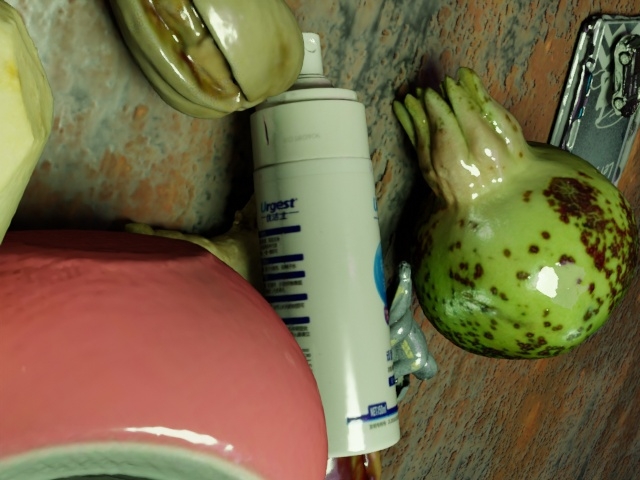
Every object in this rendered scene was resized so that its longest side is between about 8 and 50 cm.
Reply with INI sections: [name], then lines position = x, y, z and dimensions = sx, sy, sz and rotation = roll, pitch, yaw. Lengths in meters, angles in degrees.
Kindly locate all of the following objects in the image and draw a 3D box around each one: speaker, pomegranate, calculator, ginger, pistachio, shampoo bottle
[speaker]
position = -0.144, 0.137, 0.562
dimensions = 0.294, 0.294, 0.294
rotation = -25, 129, -34
[pomegranate]
position = 0.182, -0.029, 0.846
dimensions = 0.204, 0.222, 0.276
rotation = -11, 106, -19
[calculator]
position = 0.322, -0.126, 1.066
dimensions = 0.166, 0.028, 0.274
rotation = -11, 121, -43
[ginger]
position = -0.065, 0.031, 0.727
dimensions = 0.213, 0.074, 0.137
rotation = -21, 108, -41
[pistachio]
position = -0.074, -0.143, 0.593
dimensions = 0.113, 0.113, 0.149
rotation = -43, 130, -19
[shampoo bottle]
position = 0.000, 0.000, 0.672
dimensions = 0.092, 0.092, 0.303
rotation = -2, 86, -45

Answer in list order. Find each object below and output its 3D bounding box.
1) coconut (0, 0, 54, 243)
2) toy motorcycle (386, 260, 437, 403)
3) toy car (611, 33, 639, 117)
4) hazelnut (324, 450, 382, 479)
[coconut]
position = -0.232, -0.035, 0.372
dimensions = 0.259, 0.259, 0.259
rotation = -25, 129, -34
[toy motorcycle]
position = 0.052, 0.099, 0.861
dimensions = 0.061, 0.124, 0.193
rotation = -82, 179, -56
[toy car]
position = 0.337, -0.180, 1.003
dimensions = 0.041, 0.025, 0.093
rotation = -25, 125, -34
[hazelnut]
position = -0.043, 0.183, 0.775
dimensions = 0.202, 0.161, 0.170
rotation = 26, 89, -58
